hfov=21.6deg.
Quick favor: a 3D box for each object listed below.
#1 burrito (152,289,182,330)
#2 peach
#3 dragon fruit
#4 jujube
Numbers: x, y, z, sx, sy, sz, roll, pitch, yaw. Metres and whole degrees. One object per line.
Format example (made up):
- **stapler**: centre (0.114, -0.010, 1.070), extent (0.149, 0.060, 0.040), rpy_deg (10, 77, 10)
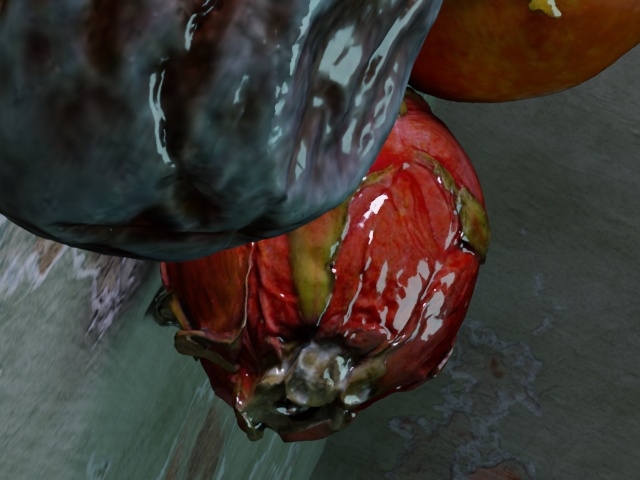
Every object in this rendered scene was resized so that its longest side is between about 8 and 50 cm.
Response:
- **burrito**: centre (-0.123, 0.062, 1.573), extent (0.055, 0.041, 0.149), rpy_deg (-56, 172, -4)
- **peach**: centre (0.150, -0.277, 1.413), extent (0.370, 0.370, 0.370), rpy_deg (20, 90, -83)
- **dragon fruit**: centre (0.000, 0.000, 1.380), extent (0.342, 0.277, 0.277), rpy_deg (-105, -155, -53)
- **jujube**: centre (-0.058, -0.133, 0.793), extent (0.308, 0.215, 0.246), rpy_deg (-63, 161, -16)
